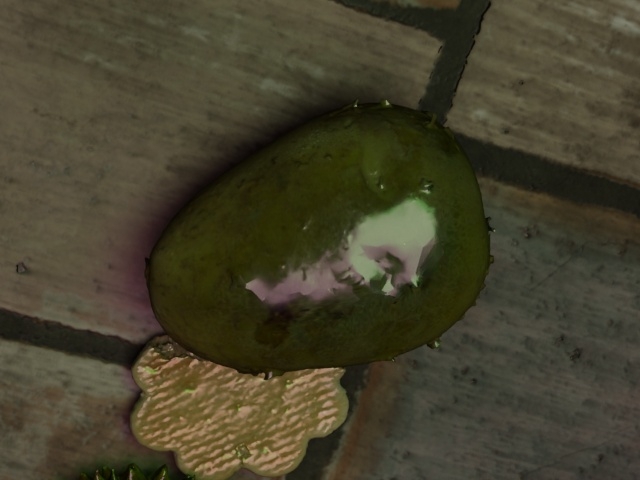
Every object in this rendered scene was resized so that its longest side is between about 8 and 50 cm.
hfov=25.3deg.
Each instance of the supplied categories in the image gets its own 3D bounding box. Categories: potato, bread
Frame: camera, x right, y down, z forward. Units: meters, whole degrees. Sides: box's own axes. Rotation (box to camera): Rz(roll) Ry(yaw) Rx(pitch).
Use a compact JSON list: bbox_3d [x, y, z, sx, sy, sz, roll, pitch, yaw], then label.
[{"bbox_3d":[0.002,0.019,1.477,0.359,0.219,0.270,-27,102,1],"label":"potato"},{"bbox_3d":[-0.090,0.181,1.590,0.250,0.039,0.182,-5,108,-15],"label":"bread"}]

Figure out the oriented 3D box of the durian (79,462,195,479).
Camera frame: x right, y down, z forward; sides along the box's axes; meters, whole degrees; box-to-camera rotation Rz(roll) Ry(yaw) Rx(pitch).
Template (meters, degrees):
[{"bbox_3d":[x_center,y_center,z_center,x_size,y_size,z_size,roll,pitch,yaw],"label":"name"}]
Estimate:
[{"bbox_3d":[-0.163,0.365,1.549,0.394,0.163,0.198,5,117,-13],"label":"durian"}]
